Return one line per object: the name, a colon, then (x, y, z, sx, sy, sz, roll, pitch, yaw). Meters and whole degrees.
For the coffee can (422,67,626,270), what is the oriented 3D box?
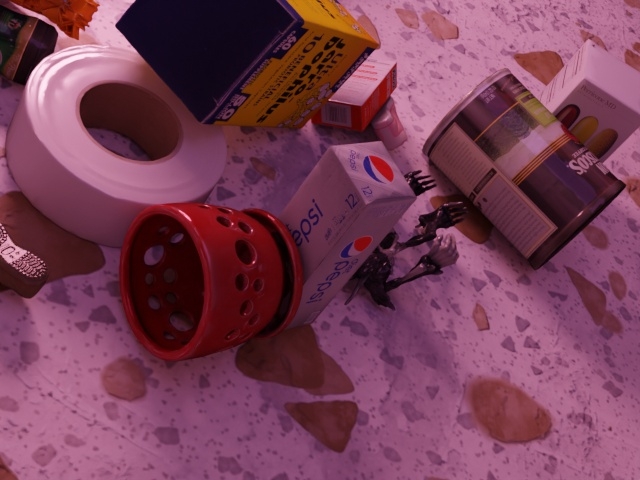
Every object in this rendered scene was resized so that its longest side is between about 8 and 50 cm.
coffee can: (0.332, -0.117, 1.809, 0.275, 0.201, 0.201, 47, 43, 10)

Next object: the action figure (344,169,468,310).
action figure: (0.115, -0.012, 1.616, 0.164, 0.141, 0.275, 49, 40, -4)

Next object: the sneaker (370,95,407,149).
sneaker: (0.112, -0.194, 1.845, 0.070, 0.051, 0.134, 60, 13, -24)

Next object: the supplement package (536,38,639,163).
supplement package: (0.446, -0.205, 1.933, 0.139, 0.244, 0.134, 30, 42, -8)

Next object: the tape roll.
tape roll: (-0.272, -0.130, 1.482, 0.286, 0.100, 0.286, 19, 45, -20)

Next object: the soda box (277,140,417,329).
soda box: (0.000, 0.000, 1.413, 0.091, 0.286, 0.098, -9, 59, -40)

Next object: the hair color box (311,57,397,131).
hair color box: (0.057, -0.246, 1.817, 0.093, 0.053, 0.167, 12, 39, 20)

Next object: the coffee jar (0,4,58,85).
coffee jar: (-0.455, -0.284, 1.492, 0.184, 0.096, 0.079, 24, 52, -16)

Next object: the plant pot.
plant pot: (-0.129, 0.044, 1.361, 0.174, 0.191, 0.191, -8, 59, -42)

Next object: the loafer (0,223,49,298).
loafer: (-0.387, 0.021, 1.309, 0.148, 0.050, 0.056, 37, 36, 22)

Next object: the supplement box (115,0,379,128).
supplement box: (-0.092, -0.296, 1.588, 0.195, 0.194, 0.356, 48, 18, 10)

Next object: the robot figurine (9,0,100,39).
robot figurine: (-0.462, -0.389, 1.537, 0.291, 0.085, 0.211, 27, -1, 0)
